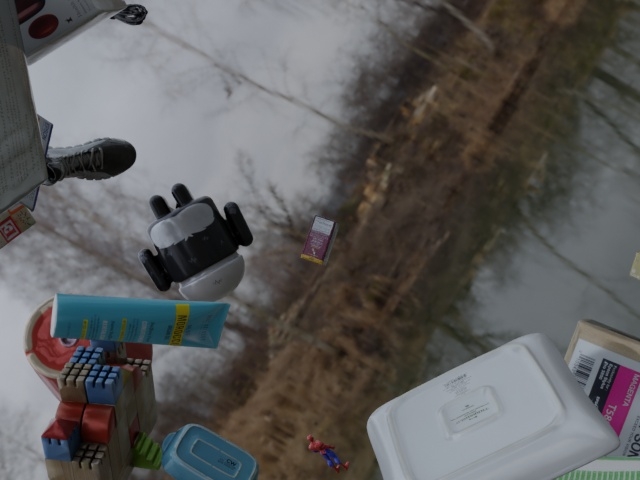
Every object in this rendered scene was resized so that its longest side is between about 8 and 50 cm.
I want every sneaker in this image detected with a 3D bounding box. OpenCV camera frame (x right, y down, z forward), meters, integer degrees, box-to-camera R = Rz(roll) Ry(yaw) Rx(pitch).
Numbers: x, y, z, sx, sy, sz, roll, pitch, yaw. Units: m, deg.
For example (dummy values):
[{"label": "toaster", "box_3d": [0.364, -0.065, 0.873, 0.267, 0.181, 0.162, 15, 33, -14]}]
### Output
[{"label": "sneaker", "box_3d": [-0.478, -0.143, 2.068, 0.132, 0.229, 0.086, -101, 4, -72]}]

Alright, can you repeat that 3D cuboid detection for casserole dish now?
[{"label": "casserole dish", "box_3d": [-0.186, 0.385, 1.833, 0.037, 0.188, 0.114, -59, 1, 43]}]

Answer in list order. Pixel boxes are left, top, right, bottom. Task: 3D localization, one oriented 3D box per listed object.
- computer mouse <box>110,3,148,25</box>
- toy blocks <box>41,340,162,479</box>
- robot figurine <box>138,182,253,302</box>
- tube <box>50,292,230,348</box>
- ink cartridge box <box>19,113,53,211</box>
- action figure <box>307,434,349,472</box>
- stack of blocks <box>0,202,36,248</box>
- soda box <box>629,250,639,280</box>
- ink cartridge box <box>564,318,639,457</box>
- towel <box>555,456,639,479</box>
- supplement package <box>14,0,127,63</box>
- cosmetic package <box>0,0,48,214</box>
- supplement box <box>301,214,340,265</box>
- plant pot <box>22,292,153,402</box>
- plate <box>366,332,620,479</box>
[{"label": "computer mouse", "box_3d": [-0.429, -0.575, 2.161, 0.060, 0.184, 0.261, -35, -52, -63]}, {"label": "toy blocks", "box_3d": [-0.394, 0.308, 1.898, 0.381, 0.191, 0.260, -72, -17, -56]}, {"label": "robot figurine", "box_3d": [-0.286, 0.008, 2.408, 0.209, 0.278, 0.174, -27, 3, 37]}, {"label": "tube", "box_3d": [-0.218, 0.097, 1.278, 0.080, 0.207, 0.052, 114, 154, -43]}, {"label": "ink cartridge box", "box_3d": [-0.593, -0.186, 1.904, 0.045, 0.224, 0.223, -22, 47, 27]}, {"label": "action figure", "box_3d": [0.011, 0.422, 2.110, 0.038, 0.115, 0.030, -22, 39, 32]}, {"label": "stack of blocks", "box_3d": [-0.721, -0.105, 2.080, 0.087, 0.297, 0.171, -18, 19, 43]}, {"label": "soda box", "box_3d": [0.766, 0.080, 2.278, 0.058, 0.181, 0.061, -24, -47, -44]}, {"label": "ink cartridge box", "box_3d": [0.509, 0.278, 1.852, 0.088, 0.193, 0.234, 6, -77, -64]}, {"label": "towel", "box_3d": [0.362, 0.385, 1.513, 0.325, 0.248, 0.038, -38, -54, -69]}, {"label": "supplement package", "box_3d": [-0.457, -0.403, 1.681, 0.203, 0.194, 0.149, -28, 10, 12]}, {"label": "cosmetic package", "box_3d": [-0.594, -0.182, 1.418, 0.393, 0.328, 0.329, -93, -3, -78]}, {"label": "supplement box", "box_3d": [0.000, 0.000, 1.917, 0.055, 0.043, 0.083, 25, -96, -80]}, {"label": "plant pot", "box_3d": [-0.537, 0.242, 2.394, 0.274, 0.275, 0.243, -60, -13, -13]}, {"label": "plate", "box_3d": [0.192, 0.225, 1.309, 0.277, 0.045, 0.278, -27, 23, 5]}]
